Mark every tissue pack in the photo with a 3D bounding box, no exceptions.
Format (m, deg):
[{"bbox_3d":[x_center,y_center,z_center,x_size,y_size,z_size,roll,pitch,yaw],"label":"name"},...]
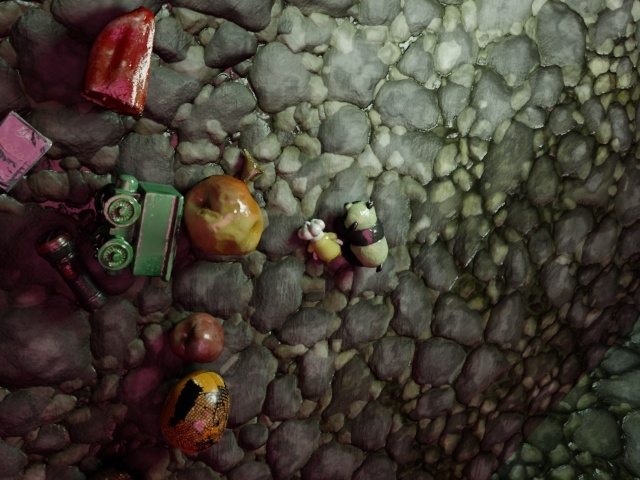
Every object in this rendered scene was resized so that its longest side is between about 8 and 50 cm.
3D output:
[{"bbox_3d":[-0.713,-0.205,1.289,0.156,0.051,0.112,-48,120,-3],"label":"tissue pack"}]

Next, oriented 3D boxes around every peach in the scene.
[{"bbox_3d":[-0.255,-0.051,1.495,0.214,0.214,0.235,-42,138,-6],"label":"peach"},{"bbox_3d":[-0.343,0.289,1.605,0.152,0.152,0.152,-9,112,-23],"label":"peach"}]

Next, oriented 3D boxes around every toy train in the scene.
[{"bbox_3d":[-0.467,-0.030,1.419,0.201,0.145,0.266,5,106,-31],"label":"toy train"}]

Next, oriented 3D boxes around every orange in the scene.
[{"bbox_3d":[-0.356,0.486,1.612,0.182,0.234,0.235,26,96,-12],"label":"orange"}]

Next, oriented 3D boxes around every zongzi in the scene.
[{"bbox_3d":[-0.208,-0.196,1.549,0.076,0.040,0.083,-41,109,0],"label":"zongzi"}]

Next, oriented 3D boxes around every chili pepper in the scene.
[{"bbox_3d":[-0.465,-0.427,1.309,0.144,0.136,0.253,15,92,16],"label":"chili pepper"}]

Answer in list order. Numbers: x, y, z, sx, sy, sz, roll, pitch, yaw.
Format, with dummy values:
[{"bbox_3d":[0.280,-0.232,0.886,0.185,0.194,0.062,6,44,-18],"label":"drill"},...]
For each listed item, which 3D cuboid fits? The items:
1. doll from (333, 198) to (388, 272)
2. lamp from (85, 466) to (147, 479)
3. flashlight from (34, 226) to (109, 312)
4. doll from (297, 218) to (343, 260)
[{"bbox_3d":[0.134,-0.021,1.724,0.143,0.135,0.234,-26,114,-18],"label":"doll"},{"bbox_3d":[-0.602,0.769,1.596,0.246,0.247,0.247,-9,112,-23],"label":"lamp"},{"bbox_3d":[-0.621,0.083,1.420,0.093,0.093,0.232,-29,119,-14],"label":"flashlight"},{"bbox_3d":[0.000,0.000,1.702,0.106,0.062,0.162,-30,125,14],"label":"doll"}]
